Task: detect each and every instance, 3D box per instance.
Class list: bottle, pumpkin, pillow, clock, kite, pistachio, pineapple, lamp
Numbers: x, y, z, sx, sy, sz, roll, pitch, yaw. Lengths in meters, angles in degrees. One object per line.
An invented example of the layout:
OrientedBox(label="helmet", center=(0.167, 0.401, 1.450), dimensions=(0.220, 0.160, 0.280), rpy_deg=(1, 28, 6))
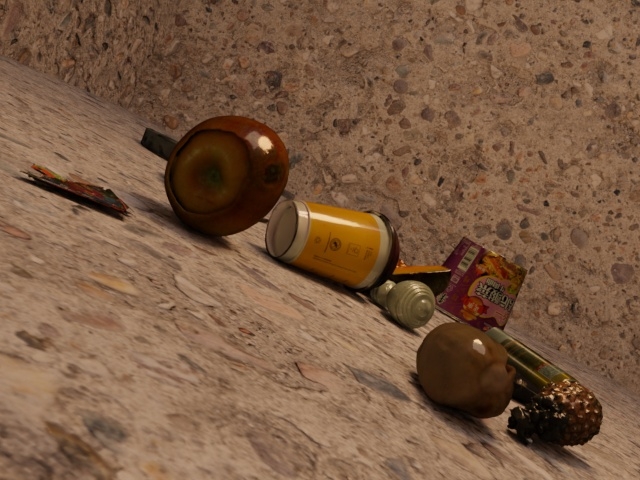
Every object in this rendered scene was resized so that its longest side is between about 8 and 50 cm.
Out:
OrientedBox(label="bottle", center=(0.491, 0.299, 1.473), dimensions=(0.082, 0.082, 0.286), rpy_deg=(26, 6, -26))
OrientedBox(label="pumpkin", center=(0.158, 0.103, 1.571), dimensions=(0.312, 0.148, 0.169), rpy_deg=(20, 35, 41))
OrientedBox(label="pillow", center=(0.380, 0.283, 1.226), dimensions=(0.150, 0.048, 0.090), rpy_deg=(32, 13, -11))
OrientedBox(label="clock", center=(-0.497, -0.308, 2.235), dimensions=(0.319, 0.066, 0.319), rpy_deg=(29, 6, -3))
OrientedBox(label="kite", center=(-0.362, -0.075, 0.952), dimensions=(0.183, 0.014, 0.241), rpy_deg=(26, 5, 5))
OrientedBox(label="pistachio", center=(0.206, 0.187, 0.900), dimensions=(0.206, 0.131, 0.129), rpy_deg=(-151, -136, -84))
OrientedBox(label="pineapple", center=(0.358, 0.274, 0.964), dimensions=(0.198, 0.108, 0.108), rpy_deg=(7, 18, -40))
OrientedBox(label="lamp", center=(0.183, 0.135, 1.392), dimensions=(0.106, 0.106, 0.193), rpy_deg=(26, -5, -24))

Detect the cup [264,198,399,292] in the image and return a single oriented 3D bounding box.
OrientedBox(label="cup", center=(0.027, 0.005, 1.376), dimensions=(0.280, 0.196, 0.196), rpy_deg=(15, 11, -32))

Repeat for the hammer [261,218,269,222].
OrientedBox(label="hammer", center=(-0.143, -0.059, 1.930), dimensions=(0.058, 0.029, 0.292), rpy_deg=(28, 7, 16))

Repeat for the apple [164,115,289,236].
OrientedBox(label="apple", center=(-0.176, -0.118, 1.153), dimensions=(0.237, 0.237, 0.207), rpy_deg=(29, 24, 5))

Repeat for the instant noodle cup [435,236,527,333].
OrientedBox(label="instant noodle cup", center=(0.548, 0.159, 2.154), dimensions=(0.340, 0.266, 0.340), rpy_deg=(29, 4, -2))
